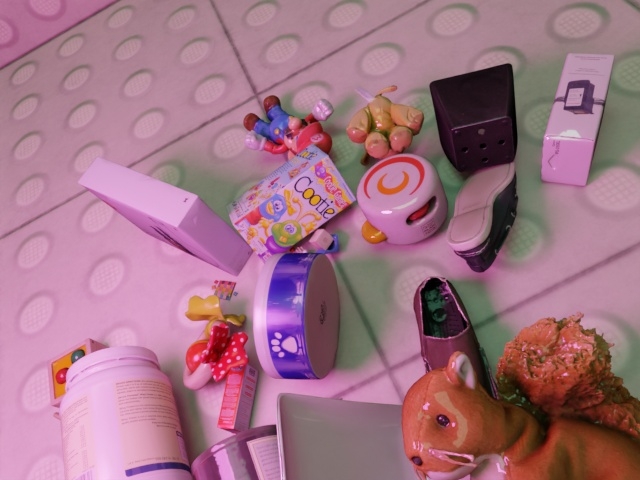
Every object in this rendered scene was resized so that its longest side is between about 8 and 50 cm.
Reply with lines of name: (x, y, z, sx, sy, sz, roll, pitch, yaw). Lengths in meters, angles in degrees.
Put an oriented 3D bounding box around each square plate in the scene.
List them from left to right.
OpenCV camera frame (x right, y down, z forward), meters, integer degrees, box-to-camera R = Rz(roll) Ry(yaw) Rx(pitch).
square plate: (0.069, 0.448, 0.881, 0.049, 0.347, 0.343, -39, 46, 41)

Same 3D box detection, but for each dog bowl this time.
dog bowl: (-0.041, 0.157, 1.093, 0.104, 0.265, 0.264, -3, 61, 17)

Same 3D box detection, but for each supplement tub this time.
supplement tub: (-0.419, 0.415, 1.106, 0.236, 0.235, 0.324, -28, 56, 4)

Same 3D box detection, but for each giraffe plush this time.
giraffe plush: (0.154, -0.266, 1.320, 0.182, 0.170, 0.210, -23, 60, -4)

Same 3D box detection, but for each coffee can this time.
coffee can: (-0.102, 0.512, 0.950, 0.202, 0.201, 0.275, -30, 56, 2)

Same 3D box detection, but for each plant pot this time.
plant pot: (0.367, -0.266, 1.205, 0.188, 0.187, 0.166, -10, 44, 15)

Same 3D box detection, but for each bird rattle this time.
bird rattle: (-0.242, 0.250, 1.181, 0.206, 0.143, 0.253, -57, 30, 15)

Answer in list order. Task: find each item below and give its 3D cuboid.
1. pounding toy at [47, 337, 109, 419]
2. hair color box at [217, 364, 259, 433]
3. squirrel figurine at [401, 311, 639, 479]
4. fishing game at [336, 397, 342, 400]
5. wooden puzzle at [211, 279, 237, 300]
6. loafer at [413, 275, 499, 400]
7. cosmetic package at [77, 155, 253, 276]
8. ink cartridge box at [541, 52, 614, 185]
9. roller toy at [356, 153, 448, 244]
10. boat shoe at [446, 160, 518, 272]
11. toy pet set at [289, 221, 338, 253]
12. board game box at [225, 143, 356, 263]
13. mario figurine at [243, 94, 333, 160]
pounding toy: (-0.613, 0.379, 1.287, 0.181, 0.094, 0.206, -29, 55, 3)
hair color box: (-0.180, 0.349, 1.152, 0.043, 0.072, 0.141, -3, 60, 21)
squirrel figurine: (0.326, 0.307, 0.830, 0.370, 0.281, 0.397, 36, 60, 12)
fishing game: (0.039, 0.424, 0.943, 0.189, 0.041, 0.264, 42, 42, 6)
wooden puzzle: (-0.249, 0.128, 1.344, 0.083, 0.006, 0.049, 6, 64, 24)
loafer: (0.252, 0.227, 1.020, 0.134, 0.130, 0.365, -21, 56, 9)
cosmetic package: (-0.394, -0.061, 1.341, 0.377, 0.284, 0.097, 21, 71, 30)
ink cartridge box: (0.569, -0.266, 1.156, 0.100, 0.172, 0.237, 13, 67, 27)
roller toy: (0.193, -0.090, 1.215, 0.191, 0.146, 0.209, -2, 52, 28)
boat shoe: (0.374, -0.059, 1.147, 0.127, 0.113, 0.340, -17, 27, 36)
toy pet set: (0.000, 0.000, 1.305, 0.122, 0.065, 0.114, -55, 23, -18)
board game box: (-0.076, -0.093, 1.295, 0.275, 0.142, 0.144, -36, 28, 0)
mario figurine: (-0.091, -0.322, 1.439, 0.321, 0.170, 0.198, 36, 113, 41)
